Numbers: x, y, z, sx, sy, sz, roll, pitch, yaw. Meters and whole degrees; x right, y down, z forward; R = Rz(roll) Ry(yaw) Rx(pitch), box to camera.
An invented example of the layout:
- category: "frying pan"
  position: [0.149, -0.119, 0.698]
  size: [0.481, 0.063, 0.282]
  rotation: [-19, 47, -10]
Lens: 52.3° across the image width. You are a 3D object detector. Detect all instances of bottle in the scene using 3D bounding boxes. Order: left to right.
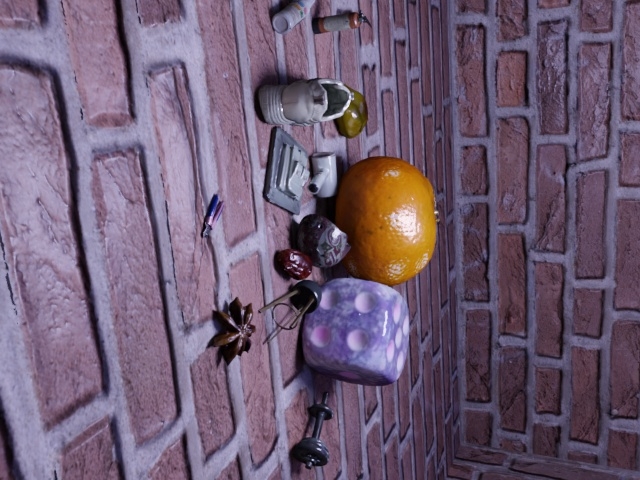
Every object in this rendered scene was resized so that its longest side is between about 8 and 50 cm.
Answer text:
- category: "bottle"
  position: [-0.065, -0.631, 1.794]
  size: [0.217, 0.060, 0.060]
  rotation: [-57, 141, -46]

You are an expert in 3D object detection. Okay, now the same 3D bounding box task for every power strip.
- category: "power strip"
  position: [-0.074, -0.189, 1.808]
  size: [0.198, 0.064, 0.213]
  rotation: [25, 71, -62]

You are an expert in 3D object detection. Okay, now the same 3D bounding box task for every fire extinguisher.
- category: "fire extinguisher"
  position: [0.065, -0.644, 1.934]
  size: [0.050, 0.177, 0.062]
  rotation: [-50, 135, -54]

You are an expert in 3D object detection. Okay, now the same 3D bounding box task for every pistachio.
- category: "pistachio"
  position: [0.098, -0.416, 2.119]
  size: [0.110, 0.100, 0.189]
  rotation: [-59, 144, -53]

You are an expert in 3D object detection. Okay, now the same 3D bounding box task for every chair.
- category: "chair"
  position: [-0.080, 0.196, 1.808]
  size: [0.221, 0.104, 0.095]
  rotation: [-40, 154, -52]

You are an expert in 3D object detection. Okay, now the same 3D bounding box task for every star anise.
- category: "star anise"
  position: [-0.203, 0.217, 1.570]
  size: [0.168, 0.057, 0.168]
  rotation: [2, 90, -67]

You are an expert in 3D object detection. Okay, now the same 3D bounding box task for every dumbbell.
- category: "dumbbell"
  position: [-0.009, 0.572, 1.983]
  size: [0.254, 0.110, 0.110]
  rotation: [-73, 152, -42]

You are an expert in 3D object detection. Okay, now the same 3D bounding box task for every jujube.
- category: "jujube"
  position: [-0.073, 0.064, 1.826]
  size: [0.129, 0.077, 0.077]
  rotation: [38, 57, -50]

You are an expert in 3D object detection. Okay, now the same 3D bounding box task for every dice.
- category: "dice"
  position: [0.113, 0.285, 2.009]
  size: [0.270, 0.270, 0.271]
  rotation: [52, 46, -56]

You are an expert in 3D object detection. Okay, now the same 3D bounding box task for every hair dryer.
- category: "hair dryer"
  position: [0.004, -0.172, 1.912]
  size: [0.236, 0.073, 0.131]
  rotation: [-70, 156, -69]

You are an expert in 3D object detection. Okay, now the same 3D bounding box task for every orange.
- category: "orange"
  position: [0.213, -0.060, 2.079]
  size: [0.424, 0.326, 0.424]
  rotation: [-3, 90, -87]

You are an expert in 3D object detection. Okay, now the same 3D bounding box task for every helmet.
- category: "helmet"
  position: [-0.005, 0.016, 1.887]
  size: [0.107, 0.153, 0.177]
  rotation: [-61, 147, -23]

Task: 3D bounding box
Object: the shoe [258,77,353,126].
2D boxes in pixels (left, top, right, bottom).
- category: "shoe"
  position: [-0.002, -0.376, 1.772]
  size: [0.342, 0.210, 0.132]
  rotation: [-28, 117, -62]

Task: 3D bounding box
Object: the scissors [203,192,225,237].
- category: "scissors"
  position: [-0.248, -0.054, 1.500]
  size: [0.039, 0.012, 0.113]
  rotation: [60, 40, -50]
